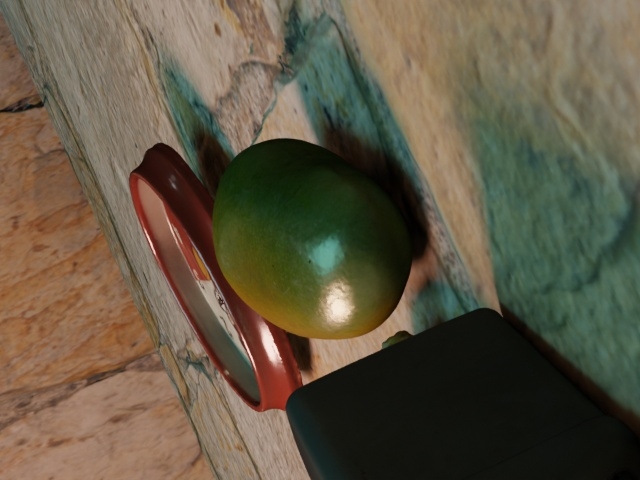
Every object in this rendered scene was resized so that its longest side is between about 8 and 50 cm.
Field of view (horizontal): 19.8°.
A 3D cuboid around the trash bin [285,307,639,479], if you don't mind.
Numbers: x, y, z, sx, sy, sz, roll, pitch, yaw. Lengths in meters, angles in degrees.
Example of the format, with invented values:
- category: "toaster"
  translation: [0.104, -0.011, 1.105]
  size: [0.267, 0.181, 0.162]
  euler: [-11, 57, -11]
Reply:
- category: "trash bin"
  translation: [0.090, 0.146, 1.095]
  size: [0.236, 0.177, 0.101]
  euler: [-127, 14, -61]

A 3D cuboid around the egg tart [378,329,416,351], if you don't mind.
- category: "egg tart"
  translation: [0.085, 0.228, 1.352]
  size: [0.341, 0.132, 0.341]
  euler: [156, 90, -83]

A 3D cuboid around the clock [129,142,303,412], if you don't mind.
- category: "clock"
  translation: [-0.103, 0.038, 1.956]
  size: [0.318, 0.080, 0.318]
  euler: [55, 165, 23]

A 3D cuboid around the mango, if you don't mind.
- category: "mango"
  translation: [0.000, 0.000, 1.369]
  size: [0.251, 0.114, 0.156]
  euler: [8, 112, 62]
